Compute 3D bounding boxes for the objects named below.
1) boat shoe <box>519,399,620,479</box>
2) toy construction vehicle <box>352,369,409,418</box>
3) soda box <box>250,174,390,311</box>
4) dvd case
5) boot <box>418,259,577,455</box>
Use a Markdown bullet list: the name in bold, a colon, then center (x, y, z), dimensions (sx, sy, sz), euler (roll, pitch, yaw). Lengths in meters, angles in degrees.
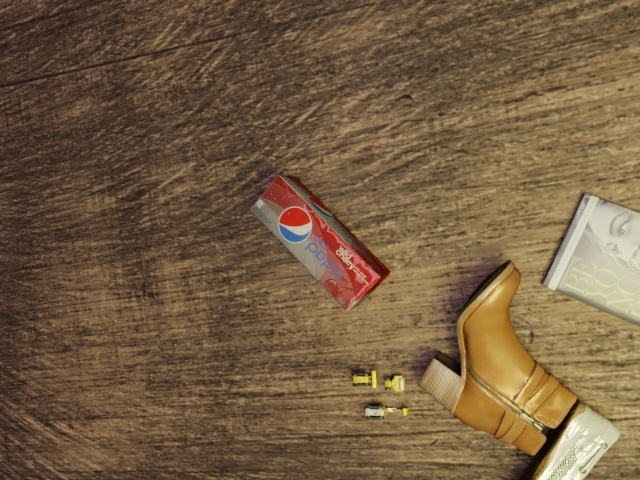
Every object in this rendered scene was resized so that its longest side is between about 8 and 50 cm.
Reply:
- **boat shoe**: center (0.383, 0.398, 0.876), dimensions (0.096, 0.098, 0.277), euler (30, 101, 16)
- **toy construction vehicle**: center (0.111, 0.282, 1.004), dimensions (0.098, 0.035, 0.086), euler (-7, 80, 17)
- **soda box**: center (0.000, 0.000, 0.997), dimensions (0.263, 0.083, 0.092), euler (46, 107, 11)
- **dvd case**: center (0.492, 0.042, 0.860), dimensions (0.221, 0.018, 0.165), euler (25, 101, 17)
- **boot**: center (0.313, 0.195, 0.882), dimensions (0.220, 0.109, 0.284), euler (31, 105, 17)
